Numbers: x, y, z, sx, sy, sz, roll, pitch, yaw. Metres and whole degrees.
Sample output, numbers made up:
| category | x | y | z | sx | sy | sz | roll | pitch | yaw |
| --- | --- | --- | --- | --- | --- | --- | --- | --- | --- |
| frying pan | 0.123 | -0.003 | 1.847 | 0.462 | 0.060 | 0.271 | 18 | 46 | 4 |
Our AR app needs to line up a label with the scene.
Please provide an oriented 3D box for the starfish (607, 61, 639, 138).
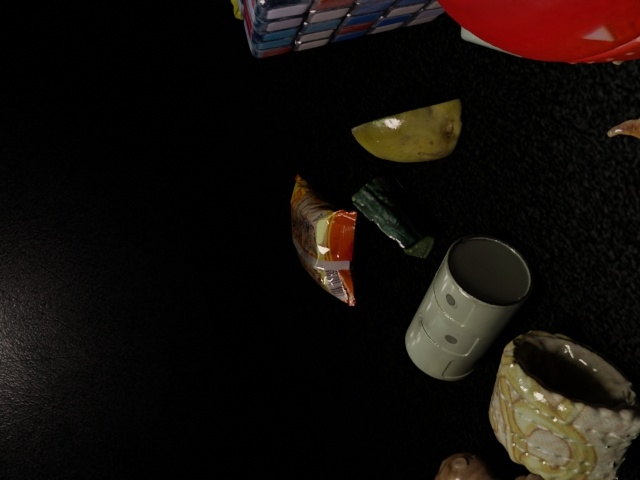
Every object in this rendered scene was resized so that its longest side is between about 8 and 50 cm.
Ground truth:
| category | x | y | z | sx | sy | sz | roll | pitch | yaw |
| --- | --- | --- | --- | --- | --- | --- | --- | --- | --- |
| starfish | 0.382 | -0.134 | 0.546 | 0.302 | 0.060 | 0.299 | 58 | 150 | 30 |

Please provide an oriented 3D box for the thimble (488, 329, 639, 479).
| category | x | y | z | sx | sy | sz | roll | pitch | yaw |
| --- | --- | --- | --- | --- | --- | --- | --- | --- | --- |
| thimble | 0.313 | 0.218 | 0.829 | 0.191 | 0.137 | 0.143 | 31 | 132 | 37 |

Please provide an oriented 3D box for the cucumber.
| category | x | y | z | sx | sy | sz | roll | pitch | yaw |
| --- | --- | --- | --- | --- | --- | --- | --- | --- | --- |
| cucumber | 0.125 | -0.053 | 1.131 | 0.115 | 0.086 | 0.193 | 30 | -158 | -55 |

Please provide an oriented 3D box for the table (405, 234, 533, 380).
| category | x | y | z | sx | sy | sz | roll | pitch | yaw |
| --- | --- | --- | --- | --- | --- | --- | --- | --- | --- |
| table | 0.217 | 0.106 | 0.974 | 0.126 | 0.126 | 0.220 | 59 | 153 | 30 |

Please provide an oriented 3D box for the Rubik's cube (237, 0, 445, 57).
| category | x | y | z | sx | sy | sz | roll | pitch | yaw |
| --- | --- | --- | --- | --- | --- | --- | --- | --- | --- |
| Rubik's cube | 0.025 | -0.413 | 0.786 | 0.287 | 0.293 | 0.291 | -145 | 40 | -80 |

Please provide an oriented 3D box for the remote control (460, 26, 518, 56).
| category | x | y | z | sx | sy | sz | roll | pitch | yaw |
| --- | --- | --- | --- | --- | --- | --- | --- | --- | --- |
| remote control | 0.227 | -0.276 | 0.841 | 0.124 | 0.018 | 0.053 | 42 | 142 | 51 |

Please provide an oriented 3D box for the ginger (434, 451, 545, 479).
| category | x | y | z | sx | sy | sz | roll | pitch | yaw |
| --- | --- | --- | --- | --- | --- | --- | --- | --- | --- |
| ginger | 0.293 | 0.448 | 0.985 | 0.304 | 0.155 | 0.244 | -7 | 100 | 65 |

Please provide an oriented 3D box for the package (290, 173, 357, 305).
| category | x | y | z | sx | sy | sz | roll | pitch | yaw |
| --- | --- | --- | --- | --- | --- | --- | --- | --- | --- |
| package | -0.001 | -0.007 | 1.401 | 0.288 | 0.109 | 0.223 | -144 | 45 | -58 |

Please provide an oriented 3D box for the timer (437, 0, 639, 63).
| category | x | y | z | sx | sy | sz | roll | pitch | yaw |
| --- | --- | --- | --- | --- | --- | --- | --- | --- | --- |
| timer | 0.214 | -0.326 | 0.478 | 0.378 | 0.279 | 0.377 | 179 | 90 | -67 |

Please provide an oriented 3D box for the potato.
| category | x | y | z | sx | sy | sz | roll | pitch | yaw |
| --- | --- | --- | --- | --- | --- | --- | --- | --- | --- |
| potato | 0.135 | -0.155 | 0.990 | 0.149 | 0.120 | 0.081 | -6 | 99 | 67 |

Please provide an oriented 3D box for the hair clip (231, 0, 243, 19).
| category | x | y | z | sx | sy | sz | roll | pitch | yaw |
| --- | --- | --- | --- | --- | --- | --- | --- | --- | --- |
| hair clip | -0.169 | -0.572 | 1.479 | 0.173 | 0.046 | 0.072 | 136 | 124 | -62 |
